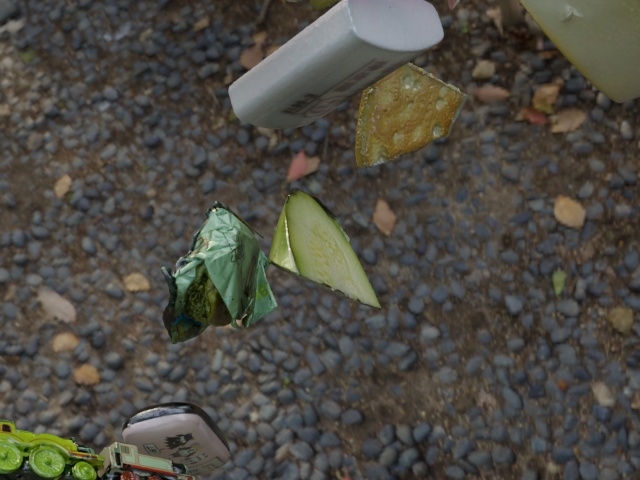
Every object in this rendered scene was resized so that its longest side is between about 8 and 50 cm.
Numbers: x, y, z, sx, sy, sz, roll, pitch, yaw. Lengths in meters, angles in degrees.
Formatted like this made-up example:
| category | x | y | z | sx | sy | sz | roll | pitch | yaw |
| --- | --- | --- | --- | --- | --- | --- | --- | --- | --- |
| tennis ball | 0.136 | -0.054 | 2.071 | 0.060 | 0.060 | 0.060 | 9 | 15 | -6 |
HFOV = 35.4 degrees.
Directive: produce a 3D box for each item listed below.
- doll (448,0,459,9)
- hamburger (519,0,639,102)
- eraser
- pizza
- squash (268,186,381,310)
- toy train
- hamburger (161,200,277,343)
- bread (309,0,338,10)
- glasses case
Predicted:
| category | x | y | z | sx | sy | sz | roll | pitch | yaw |
| --- | --- | --- | --- | --- | --- | --- | --- | --- | --- |
| doll | 0.173 | -0.449 | 1.531 | 0.107 | 0.181 | 0.110 | -18 | 50 | 39 |
| hamburger | 0.190 | -0.231 | 0.670 | 0.151 | 0.227 | 0.295 | -35 | 51 | 22 |
| eraser | 0.018 | -0.245 | 1.387 | 0.270 | 0.174 | 0.094 | -27 | 77 | 47 |
| pizza | 0.135 | -0.214 | 1.732 | 0.080 | 0.188 | 0.204 | 43 | 114 | 57 |
| squash | 0.000 | 0.000 | 1.685 | 0.204 | 0.237 | 0.155 | 20 | 83 | 42 |
| toy train | -0.247 | 0.248 | 1.080 | 0.053 | 0.250 | 0.085 | -56 | 33 | 27 |
| hamburger | -0.177 | 0.086 | 1.888 | 0.151 | 0.260 | 0.276 | 19 | 59 | 21 |
| bread | 0.008 | -0.530 | 1.745 | 0.178 | 0.266 | 0.141 | 0 | 73 | 29 |
| glasses case | -0.221 | 0.317 | 1.575 | 0.122 | 0.314 | 0.075 | -11 | 65 | 1 |
